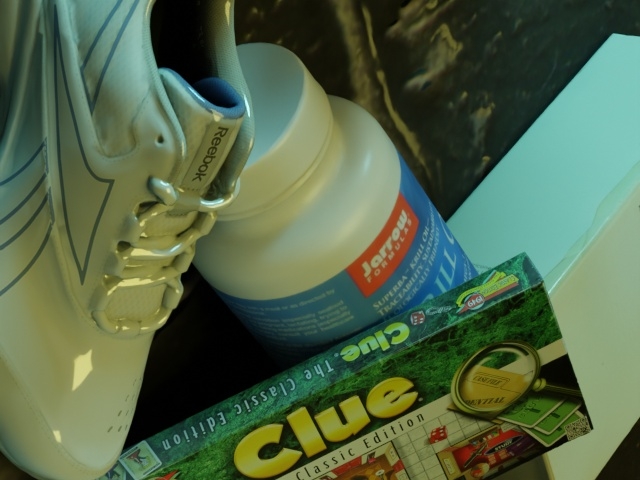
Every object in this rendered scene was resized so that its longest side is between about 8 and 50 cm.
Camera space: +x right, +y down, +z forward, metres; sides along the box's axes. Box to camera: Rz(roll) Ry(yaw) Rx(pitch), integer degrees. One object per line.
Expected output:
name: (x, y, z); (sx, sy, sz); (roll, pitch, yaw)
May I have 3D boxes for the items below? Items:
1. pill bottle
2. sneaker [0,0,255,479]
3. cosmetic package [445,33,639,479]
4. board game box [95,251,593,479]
pill bottle: (0.000, 0.000, 0.977); (0.124, 0.124, 0.221); (-60, 139, -21)
sneaker: (-0.099, -0.025, 0.844); (0.111, 0.129, 0.297); (-7, 106, -51)
cosmetic package: (0.180, 0.015, 1.216); (0.309, 0.113, 0.160); (-47, 133, -31)
board game box: (0.014, 0.112, 0.976); (0.259, 0.030, 0.136); (-26, 132, -1)
